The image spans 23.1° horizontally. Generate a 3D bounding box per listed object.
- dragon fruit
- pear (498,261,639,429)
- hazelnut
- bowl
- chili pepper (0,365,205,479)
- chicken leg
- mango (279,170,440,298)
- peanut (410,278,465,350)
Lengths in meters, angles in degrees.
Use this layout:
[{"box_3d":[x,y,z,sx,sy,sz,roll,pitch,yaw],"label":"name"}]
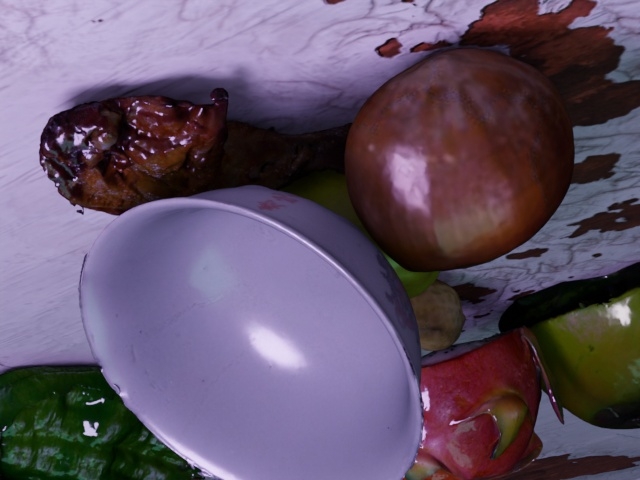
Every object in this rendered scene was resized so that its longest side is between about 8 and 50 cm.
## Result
[{"box_3d":[0.173,0.240,2.077,0.291,0.189,0.290,-18,173,-2],"label":"dragon fruit"},{"box_3d":[0.460,0.159,2.177,0.399,0.165,0.399,-8,160,-3],"label":"pear"},{"box_3d":[0.123,-0.074,1.380,0.214,0.176,0.214,-19,130,-24],"label":"hazelnut"},{"box_3d":[-0.033,0.066,1.414,0.345,0.157,0.345,17,133,20],"label":"bowl"},{"box_3d":[-0.311,0.266,2.132,0.385,0.213,0.167,10,-165,-34],"label":"chili pepper"},{"box_3d":[-0.102,-0.081,1.409,0.322,0.083,0.177,12,146,-42],"label":"chicken leg"},{"box_3d":[0.008,0.001,1.573,0.273,0.149,0.185,-17,157,42],"label":"mango"},{"box_3d":[0.097,0.091,1.941,0.229,0.098,0.103,6,-167,-35],"label":"peanut"}]
